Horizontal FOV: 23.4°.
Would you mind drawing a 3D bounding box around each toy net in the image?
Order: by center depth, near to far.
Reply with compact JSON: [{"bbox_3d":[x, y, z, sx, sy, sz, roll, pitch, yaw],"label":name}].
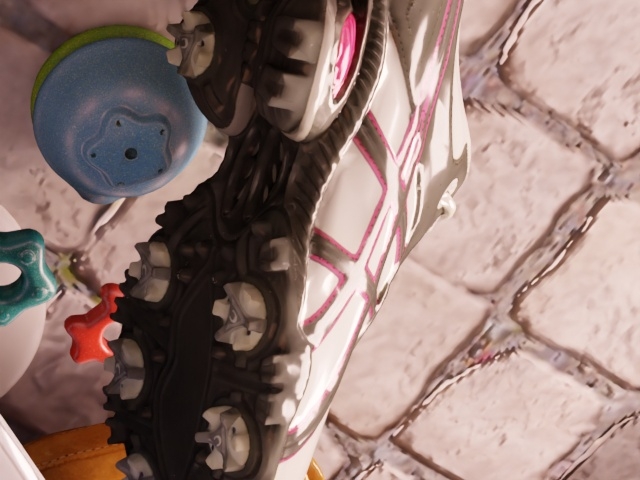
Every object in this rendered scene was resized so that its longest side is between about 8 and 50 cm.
[{"bbox_3d":[-0.138,0.014,0.604,0.232,0.045,0.122,-27,124,1],"label":"toy net"}]

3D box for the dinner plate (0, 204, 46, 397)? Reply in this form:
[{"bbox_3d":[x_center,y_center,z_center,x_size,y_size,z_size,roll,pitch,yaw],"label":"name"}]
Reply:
[{"bbox_3d":[-0.185,0.027,0.638,0.141,0.017,0.141,-2,119,-3],"label":"dinner plate"}]

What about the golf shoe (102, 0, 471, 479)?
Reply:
[{"bbox_3d":[0.000,0.000,0.558,0.120,0.105,0.272,2,106,-39],"label":"golf shoe"}]

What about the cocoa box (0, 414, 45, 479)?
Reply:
[{"bbox_3d":[-0.259,0.123,0.414,0.347,0.228,0.231,-37,120,-19],"label":"cocoa box"}]

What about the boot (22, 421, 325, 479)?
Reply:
[{"bbox_3d":[-0.076,0.195,0.701,0.211,0.104,0.295,-18,131,-9],"label":"boot"}]
